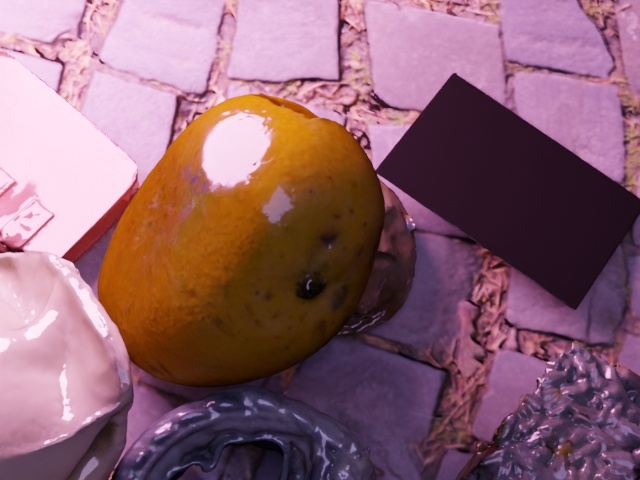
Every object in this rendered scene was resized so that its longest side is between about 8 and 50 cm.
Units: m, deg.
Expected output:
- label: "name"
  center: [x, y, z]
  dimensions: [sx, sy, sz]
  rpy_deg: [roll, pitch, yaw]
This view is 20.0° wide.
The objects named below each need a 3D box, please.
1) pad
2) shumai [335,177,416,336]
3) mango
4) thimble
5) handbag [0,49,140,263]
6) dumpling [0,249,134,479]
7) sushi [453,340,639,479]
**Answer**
- label: "pad"
  center: [0.197, -0.055, 1.859]
  dimensions: [0.245, 0.006, 0.170]
  rpy_deg: [34, 58, 6]
- label: "shumai"
  center: [0.000, 0.000, 1.782]
  dimensions: [0.201, 0.120, 0.201]
  rpy_deg: [1, 74, -4]
- label: "mango"
  center: [-0.091, 0.008, 1.656]
  dimensions: [0.182, 0.365, 0.252]
  rpy_deg: [19, 64, -35]
- label: "thimble"
  center: [-0.072, 0.241, 1.670]
  dimensions: [0.250, 0.172, 0.204]
  rpy_deg: [-13, 78, -7]
- label: "handbag"
  center: [-0.299, -0.074, 1.808]
  dimensions: [0.212, 0.059, 0.157]
  rpy_deg: [39, 71, 9]
- label: "dumpling"
  center: [-0.340, 0.160, 1.652]
  dimensions: [0.395, 0.233, 0.315]
  rpy_deg: [-38, 44, 12]
- label: "sushi"
  center: [0.228, 0.200, 1.701]
  dimensions: [0.139, 0.184, 0.274]
  rpy_deg: [41, 71, 7]
